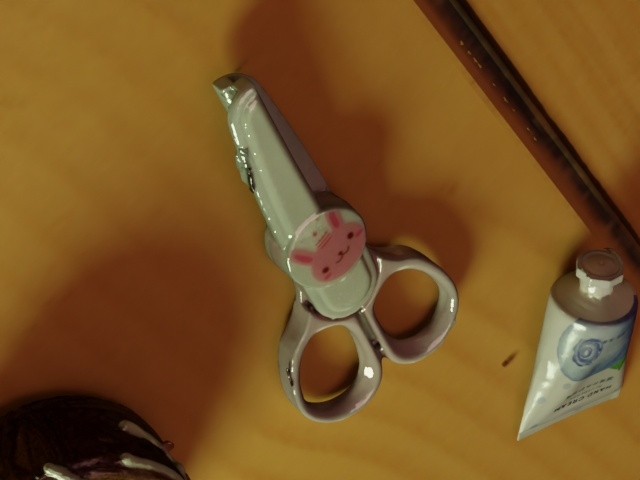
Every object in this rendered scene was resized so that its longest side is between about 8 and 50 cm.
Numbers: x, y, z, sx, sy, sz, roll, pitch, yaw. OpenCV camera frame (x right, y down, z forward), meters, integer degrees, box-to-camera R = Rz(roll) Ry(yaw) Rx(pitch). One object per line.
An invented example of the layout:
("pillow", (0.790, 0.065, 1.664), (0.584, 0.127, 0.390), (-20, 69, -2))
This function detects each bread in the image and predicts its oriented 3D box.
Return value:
("bread", (-0.137, 0.162, 0.873), (0.160, 0.073, 0.160), (-15, 122, -26))

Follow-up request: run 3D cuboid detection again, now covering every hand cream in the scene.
("hand cream", (0.168, 0.066, 1.032), (0.084, 0.053, 0.142), (-19, 134, -23))

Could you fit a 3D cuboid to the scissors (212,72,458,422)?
("scissors", (0.000, 0.000, 0.896), (0.118, 0.030, 0.242), (-37, 131, -11))
